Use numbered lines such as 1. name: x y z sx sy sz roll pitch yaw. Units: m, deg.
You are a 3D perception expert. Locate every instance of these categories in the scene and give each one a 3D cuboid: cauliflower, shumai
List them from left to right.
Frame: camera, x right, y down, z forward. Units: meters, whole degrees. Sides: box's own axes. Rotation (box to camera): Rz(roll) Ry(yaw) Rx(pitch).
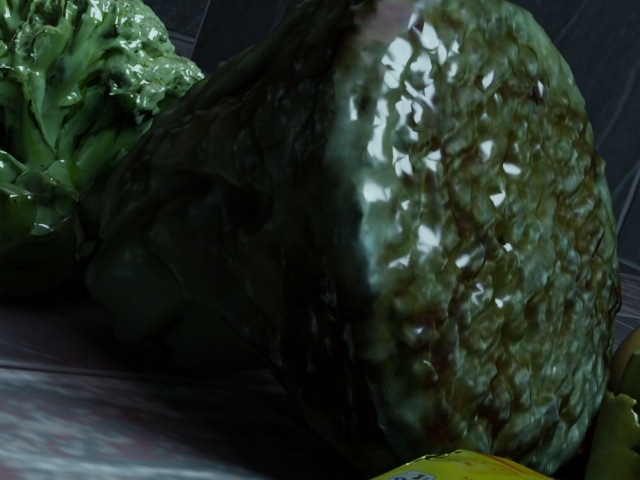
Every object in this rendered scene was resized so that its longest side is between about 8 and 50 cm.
1. cauliflower: -0.214 -0.073 1.378 0.275 0.272 0.250 21 49 -14
2. shumai: 0.000 0.000 1.266 0.348 0.395 0.395 -2 -3 30

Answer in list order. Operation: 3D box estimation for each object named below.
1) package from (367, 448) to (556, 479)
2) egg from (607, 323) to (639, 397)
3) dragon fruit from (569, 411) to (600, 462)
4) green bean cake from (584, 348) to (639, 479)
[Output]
1. package: 0.090 0.172 0.972 0.168 0.090 0.226 21 11 25
2. egg: 0.321 0.139 1.349 0.201 0.201 0.244 14 7 -34
3. dragon fruit: 0.205 0.161 1.477 0.092 0.122 0.192 -19 3 14
4. green bean cake: 0.349 0.195 1.138 0.310 0.202 0.285 14 -1 -36
